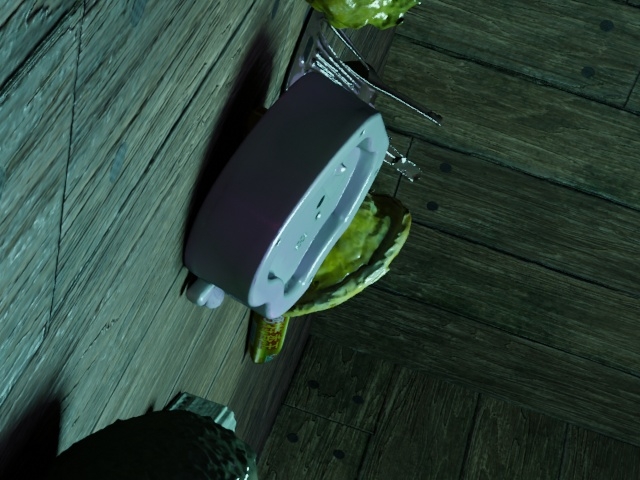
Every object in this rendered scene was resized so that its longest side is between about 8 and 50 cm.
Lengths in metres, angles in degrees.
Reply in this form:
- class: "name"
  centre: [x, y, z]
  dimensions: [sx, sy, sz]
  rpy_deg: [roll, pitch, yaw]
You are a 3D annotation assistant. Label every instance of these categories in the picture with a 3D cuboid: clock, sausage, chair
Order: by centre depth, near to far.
- class: "clock"
  centre: [-0.042, -0.039, 1.685]
  dimensions: [0.338, 0.102, 0.338]
  rpy_deg: [-54, 168, -18]
- class: "chair"
  centre: [0.014, -0.214, 2.090]
  dimensions: [0.326, 0.183, 0.175]
  rpy_deg: [35, 68, -39]
- class: "sausage"
  centre: [-0.095, 0.141, 2.552]
  dimensions: [0.371, 0.082, 0.082]
  rpy_deg: [104, 6, -58]

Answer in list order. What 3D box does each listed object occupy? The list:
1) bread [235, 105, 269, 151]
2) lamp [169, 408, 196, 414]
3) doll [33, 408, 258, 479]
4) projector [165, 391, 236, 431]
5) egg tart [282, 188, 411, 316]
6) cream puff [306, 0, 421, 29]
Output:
- class: "bread"
  centre: [-0.084, -0.109, 1.705]
  dimensions: [0.157, 0.044, 0.052]
  rpy_deg: [104, 1, -56]
- class: "lamp"
  centre: [-0.187, 0.262, 1.727]
  dimensions: [0.101, 0.090, 0.101]
  rpy_deg: [-37, -148, 29]
- class: "doll"
  centre: [-0.160, 0.281, 1.145]
  dimensions: [0.349, 0.247, 0.247]
  rpy_deg: [-11, 120, -77]
- class: "projector"
  centre: [-0.202, 0.359, 1.884]
  dimensions: [0.192, 0.099, 0.256]
  rpy_deg: [-38, 147, -81]
- class: "egg tart"
  centre: [0.000, 0.000, 2.270]
  dimensions: [0.120, 0.315, 0.315]
  rpy_deg: [56, 34, -26]
- class: "cream puff"
  centre: [0.089, -0.393, 1.781]
  dimensions: [0.282, 0.185, 0.281]
  rpy_deg: [17, 90, -83]
